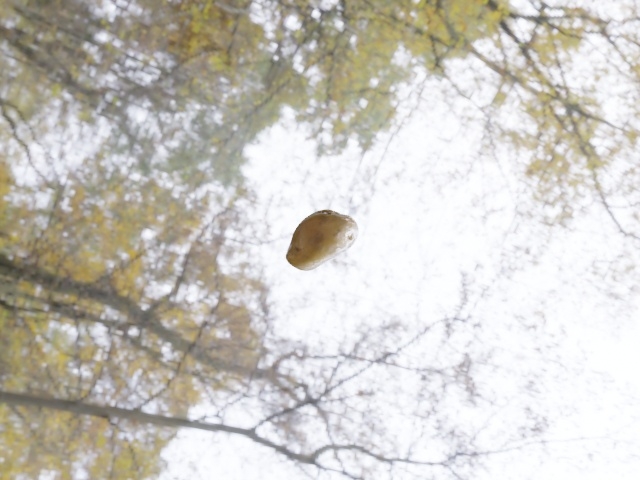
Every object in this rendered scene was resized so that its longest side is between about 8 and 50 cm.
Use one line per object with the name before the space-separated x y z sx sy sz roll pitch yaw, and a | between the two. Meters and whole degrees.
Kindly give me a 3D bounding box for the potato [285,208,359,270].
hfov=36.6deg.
potato | 0.000 0.000 1.044 0.062 0.068 0.083 46 -73 25
